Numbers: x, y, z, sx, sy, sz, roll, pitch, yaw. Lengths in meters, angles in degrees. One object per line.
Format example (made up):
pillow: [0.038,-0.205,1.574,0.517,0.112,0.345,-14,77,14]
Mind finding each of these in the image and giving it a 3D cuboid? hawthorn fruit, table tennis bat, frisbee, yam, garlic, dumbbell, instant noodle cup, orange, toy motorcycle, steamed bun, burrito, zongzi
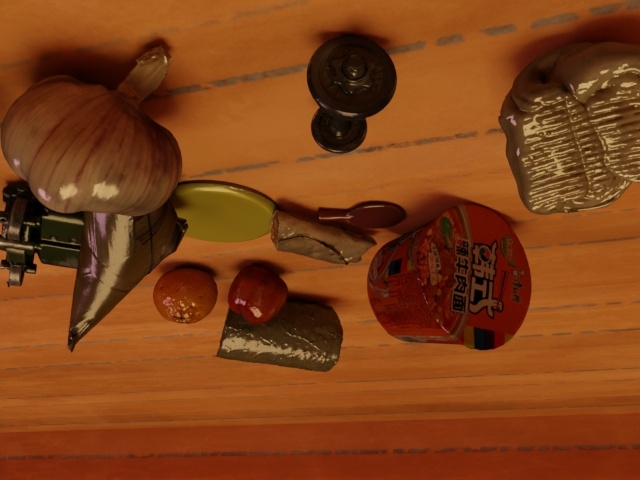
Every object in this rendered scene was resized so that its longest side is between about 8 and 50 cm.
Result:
hawthorn fruit: [-0.132,0.111,1.748,0.128,0.128,0.128,3,156,1]
table tennis bat: [0.072,-0.043,1.491,0.155,0.019,0.098,1,157,-2]
frisbee: [-0.188,-0.046,1.514,0.236,0.017,0.236,3,156,1]
yam: [-0.097,0.207,1.909,0.268,0.161,0.161,8,156,-14]
garlic: [-0.274,-0.156,1.112,0.245,0.245,0.253,21,114,-35]
dumbbell: [0.030,-0.171,1.107,0.110,0.110,0.254,5,162,-4]
instant noodle cup: [0.213,0.076,1.488,0.250,0.250,0.192,18,160,-30]
orange: [-0.285,0.119,1.781,0.136,0.117,0.135,9,158,4]
toy motorcycle: [-0.477,-0.012,1.513,0.205,0.127,0.275,9,149,-15]
steamed bun: [0.336,-0.153,1.062,0.211,0.144,0.218,-16,121,21]
burrito: [0.000,0.000,1.524,0.226,0.060,0.087,13,144,-31]
zongzi: [-0.349,0.012,1.337,0.123,0.289,0.260,30,158,19]
